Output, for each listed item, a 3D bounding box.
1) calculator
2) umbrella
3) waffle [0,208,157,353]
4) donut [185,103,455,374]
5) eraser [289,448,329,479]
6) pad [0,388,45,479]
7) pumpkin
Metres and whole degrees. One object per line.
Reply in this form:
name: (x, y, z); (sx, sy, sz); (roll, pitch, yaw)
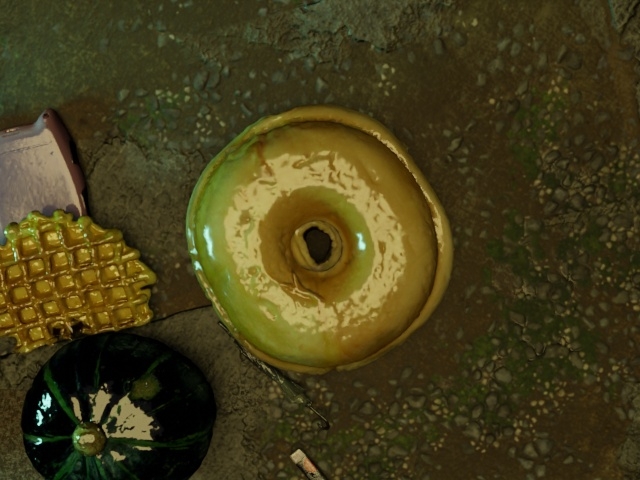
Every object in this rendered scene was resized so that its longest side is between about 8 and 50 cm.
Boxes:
calculator: (-0.498, -0.069, 1.484); (0.194, 0.043, 0.294); (-14, 95, -1)
umbrella: (-0.081, 0.235, 1.515); (0.269, 0.044, 0.044); (44, 117, 6)
waffle: (-0.437, 0.082, 1.467); (0.309, 0.065, 0.283); (30, 101, -9)
donut: (0.000, 0.000, 1.417); (0.448, 0.198, 0.449); (0, 94, -1)
eraser: (-0.015, 0.412, 1.526); (0.027, 0.019, 0.099); (-39, 92, 1)
pad: (-0.542, 0.375, 1.483); (0.158, 0.003, 0.235); (3, 71, -1)
pumpkin: (-0.335, 0.297, 1.410); (0.315, 0.238, 0.315); (0, 97, 3)
